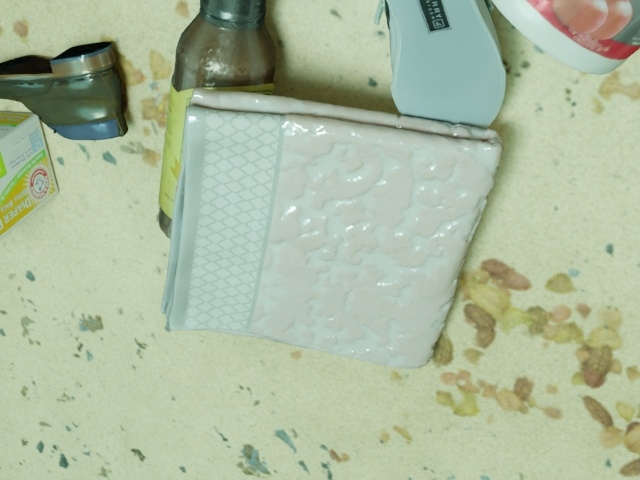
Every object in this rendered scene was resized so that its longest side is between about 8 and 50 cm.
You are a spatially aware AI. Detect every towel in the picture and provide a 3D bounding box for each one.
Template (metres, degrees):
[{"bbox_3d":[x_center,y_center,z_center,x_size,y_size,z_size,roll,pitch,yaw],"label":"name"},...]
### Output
[{"bbox_3d":[0.000,0.000,1.172,0.317,0.053,0.332,8,134,-5],"label":"towel"}]

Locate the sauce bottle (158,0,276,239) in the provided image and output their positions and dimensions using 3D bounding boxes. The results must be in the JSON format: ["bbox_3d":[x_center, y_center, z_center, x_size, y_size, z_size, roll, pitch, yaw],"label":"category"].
[{"bbox_3d":[-0.106,-0.151,1.172,0.111,0.111,0.344,20,126,13],"label":"sauce bottle"}]

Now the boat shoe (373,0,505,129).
[{"bbox_3d":[0.101,-0.224,1.035,0.113,0.105,0.306,-10,139,18],"label":"boat shoe"}]

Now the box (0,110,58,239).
[{"bbox_3d":[-0.416,-0.063,1.313,0.103,0.203,0.114,6,123,23],"label":"box"}]

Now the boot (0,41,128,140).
[{"bbox_3d":[-0.323,-0.158,1.289,0.219,0.082,0.106,-5,114,25],"label":"boot"}]

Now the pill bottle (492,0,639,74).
[{"bbox_3d":[0.278,-0.294,0.865,0.176,0.176,0.318,42,127,-3],"label":"pill bottle"}]
